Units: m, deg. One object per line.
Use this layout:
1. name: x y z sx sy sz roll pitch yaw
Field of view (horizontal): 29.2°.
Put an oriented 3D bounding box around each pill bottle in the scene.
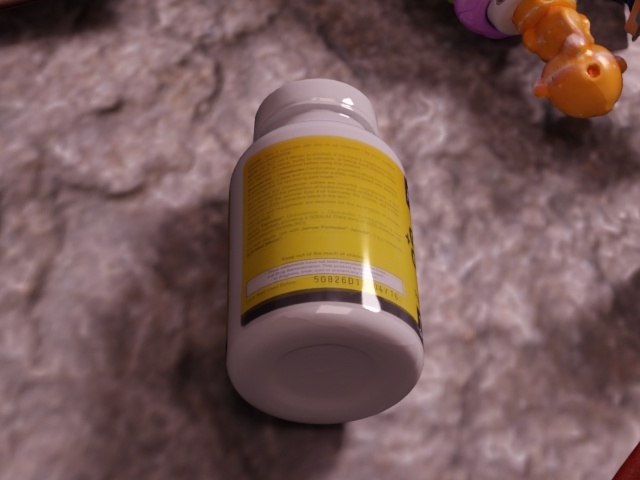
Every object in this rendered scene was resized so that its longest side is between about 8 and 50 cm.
1. pill bottle: 0.000 0.000 0.679 0.103 0.103 0.184 4 51 -7

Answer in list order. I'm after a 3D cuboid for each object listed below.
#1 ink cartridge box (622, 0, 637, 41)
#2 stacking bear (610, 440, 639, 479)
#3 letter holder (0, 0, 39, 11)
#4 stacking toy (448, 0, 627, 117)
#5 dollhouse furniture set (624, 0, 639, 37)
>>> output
1. ink cartridge box: 0.239 -0.323 0.948 0.065 0.165 0.332 12 49 -1
2. stacking bear: 0.250 0.209 0.520 0.289 0.164 0.175 29 45 0
3. letter holder: -0.220 -0.275 0.799 0.302 0.152 0.214 -16 58 -7
4. stacking toy: 0.133 -0.209 0.861 0.175 0.165 0.302 -18 67 -11
5. dollhouse furniture set: 0.246 -0.078 0.772 0.129 0.129 0.184 -31 60 -30
